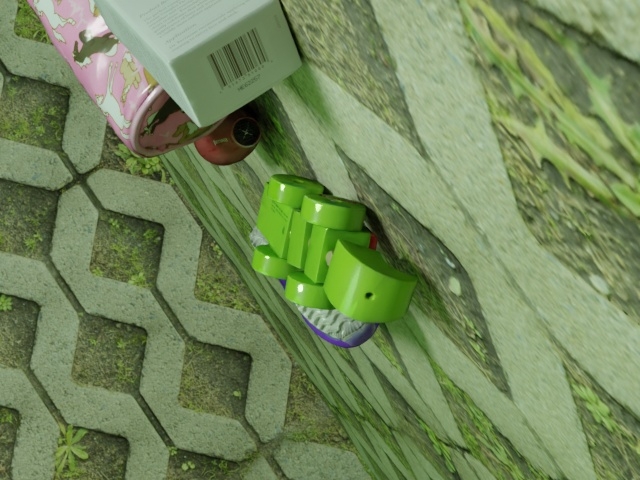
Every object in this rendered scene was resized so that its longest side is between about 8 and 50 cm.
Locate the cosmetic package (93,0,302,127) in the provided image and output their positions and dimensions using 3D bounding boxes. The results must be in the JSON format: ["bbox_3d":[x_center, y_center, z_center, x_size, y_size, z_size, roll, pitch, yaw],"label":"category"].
[{"bbox_3d":[-0.129,-0.215,0.892,0.231,0.117,0.085,48,166,43],"label":"cosmetic package"}]

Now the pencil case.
[{"bbox_3d":[-0.247,-0.280,1.101,0.386,0.167,0.160,52,174,21],"label":"pencil case"}]

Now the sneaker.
[{"bbox_3d":[0.018,0.066,1.189,0.146,0.102,0.293,57,176,-33],"label":"sneaker"}]

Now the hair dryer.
[{"bbox_3d":[-0.158,-0.193,1.208,0.293,0.080,0.223,48,167,36],"label":"hair dryer"}]

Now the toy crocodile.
[{"bbox_3d":[0.000,0.000,1.042,0.340,0.105,0.115,-145,65,-67],"label":"toy crocodile"}]
